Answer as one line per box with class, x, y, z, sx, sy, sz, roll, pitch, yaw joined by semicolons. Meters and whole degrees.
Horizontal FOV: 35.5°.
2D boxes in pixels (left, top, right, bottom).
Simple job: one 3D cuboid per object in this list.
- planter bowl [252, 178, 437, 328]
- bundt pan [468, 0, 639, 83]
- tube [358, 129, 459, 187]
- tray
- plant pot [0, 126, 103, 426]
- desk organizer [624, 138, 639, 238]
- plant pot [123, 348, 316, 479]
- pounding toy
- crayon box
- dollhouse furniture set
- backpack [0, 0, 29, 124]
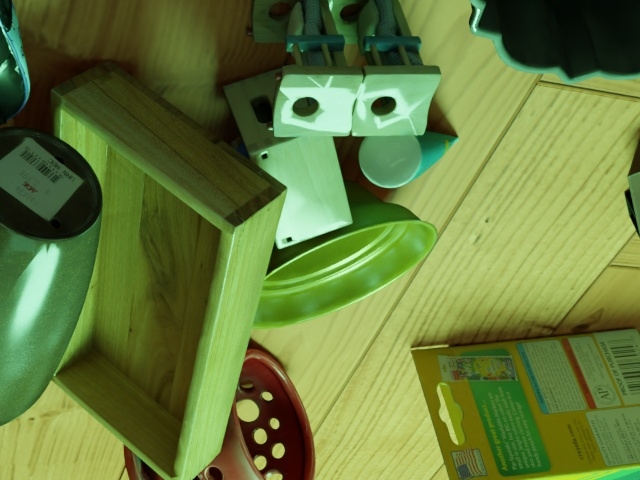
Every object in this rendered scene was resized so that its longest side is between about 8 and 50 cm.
planter bowl;0.000;0.000;0.994;0.217;0.090;0.217;-20;160;-8
bundt pan;0.247;-0.266;0.726;0.331;0.124;0.331;-9;150;-5
tube;0.080;-0.078;0.917;0.080;0.052;0.207;-22;180;15
tray;-0.162;0.053;0.947;0.076;0.203;0.411;-39;157;-40
plant pot;-0.277;0.015;0.829;0.215;0.215;0.230;15;138;-31
desk organizer;0.361;-0.056;1.094;0.050;0.047;0.130;-20;140;11
plant pot;-0.122;0.245;1.195;0.174;0.191;0.191;-24;140;23
pounding toy;-0.045;-0.073;0.897;0.100;0.141;0.130;-19;132;-5
crayon box;0.286;0.228;1.283;0.323;0.203;0.083;-3;140;-13
dollhouse furniture set;0.023;-0.190;0.765;0.129;0.129;0.183;-3;140;-14
backpack;-0.291;-0.156;0.719;0.158;0.117;0.173;-11;147;-3
